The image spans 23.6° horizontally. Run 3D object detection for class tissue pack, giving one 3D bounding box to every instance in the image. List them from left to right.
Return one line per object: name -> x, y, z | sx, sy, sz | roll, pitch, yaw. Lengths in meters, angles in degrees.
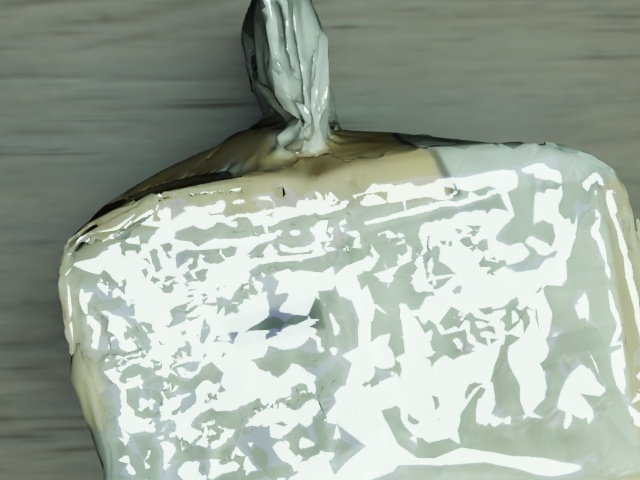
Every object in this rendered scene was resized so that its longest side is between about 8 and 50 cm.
tissue pack -> 0.000, 0.000, 0.682 | 0.238, 0.305, 0.239 | 0, 93, -4
